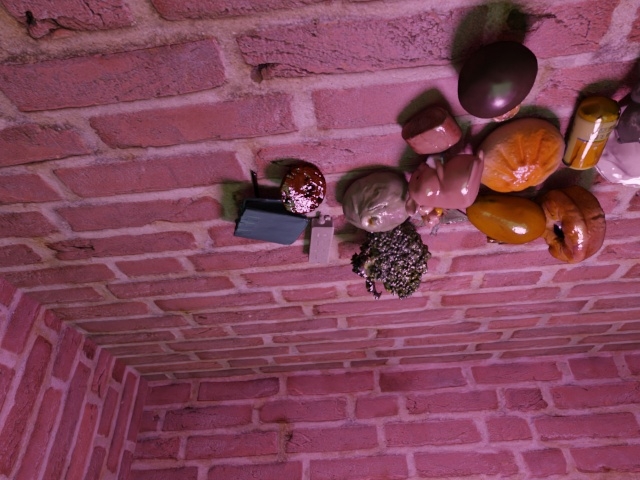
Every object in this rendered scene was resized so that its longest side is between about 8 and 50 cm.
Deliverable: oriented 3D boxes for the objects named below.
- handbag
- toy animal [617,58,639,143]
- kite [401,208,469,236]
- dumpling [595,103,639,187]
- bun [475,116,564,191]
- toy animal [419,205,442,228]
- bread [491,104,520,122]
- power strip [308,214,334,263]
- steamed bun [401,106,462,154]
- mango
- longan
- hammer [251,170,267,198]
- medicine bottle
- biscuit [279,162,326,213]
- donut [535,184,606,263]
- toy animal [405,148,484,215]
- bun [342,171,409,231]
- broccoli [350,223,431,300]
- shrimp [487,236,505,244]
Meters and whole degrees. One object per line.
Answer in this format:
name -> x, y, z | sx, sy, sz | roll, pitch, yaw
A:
handbag -> -0.200, -0.087, 1.707 | 0.274, 0.100, 0.269 | 6, 155, -15
toy animal -> 0.949, -0.409, 1.237 | 0.127, 0.125, 0.251 | -12, 107, -3
kite -> 0.492, -0.097, 1.821 | 0.323, 0.013, 0.268 | -6, 143, 9
dumpling -> 1.049, -0.329, 1.398 | 0.260, 0.181, 0.341 | 8, 163, 27
bun -> 0.686, -0.266, 1.466 | 0.299, 0.165, 0.299 | 0, 144, 0
toy animal -> 0.454, -0.100, 1.738 | 0.091, 0.082, 0.114 | -16, 139, 18
bread -> 0.586, -0.425, 1.355 | 0.110, 0.024, 0.110 | -2, 145, -1
power strip -> 0.000, 0.000, 1.891 | 0.098, 0.058, 0.338 | 1, 144, -4
steamed bun -> 0.363, -0.354, 1.383 | 0.175, 0.106, 0.145 | -16, 150, 41
mango -> 0.728, -0.092, 1.693 | 0.317, 0.173, 0.211 | 18, 157, 3
longan -> 0.484, -0.444, 1.182 | 0.196, 0.197, 0.220 | 24, 139, -32
hammer -> -0.242, -0.203, 1.631 | 0.065, 0.021, 0.178 | -2, 142, -1
medicine bottle -> 0.879, -0.352, 1.386 | 0.124, 0.124, 0.239 | -7, 142, 7
biscuit -> -0.064, -0.188, 1.564 | 0.192, 0.049, 0.192 | -9, 114, -20
donut -> 0.974, -0.062, 1.671 | 0.150, 0.299, 0.317 | -20, 167, 2
toy animal -> 0.425, -0.203, 1.472 | 0.256, 0.195, 0.213 | 11, 136, 36
bun -> 0.226, -0.121, 1.630 | 0.283, 0.179, 0.283 | -4, 145, -3
broccoli -> 0.299, 0.091, 1.831 | 0.334, 0.324, 0.272 | 13, 158, -9
shrimp -> 0.867, -0.008, 1.936 | 0.217, 0.051, 0.115 | -9, 146, 5
